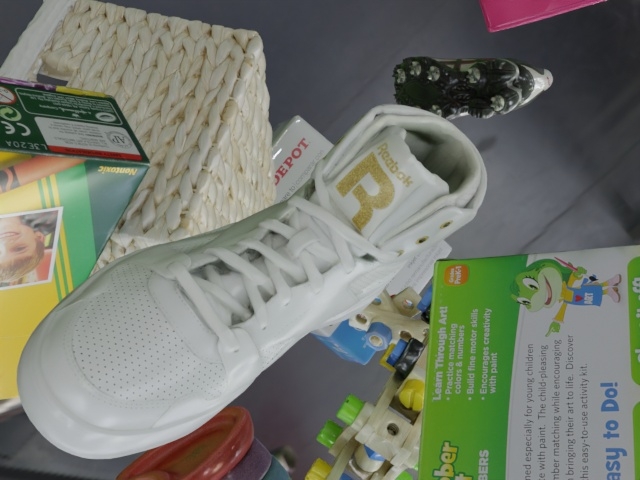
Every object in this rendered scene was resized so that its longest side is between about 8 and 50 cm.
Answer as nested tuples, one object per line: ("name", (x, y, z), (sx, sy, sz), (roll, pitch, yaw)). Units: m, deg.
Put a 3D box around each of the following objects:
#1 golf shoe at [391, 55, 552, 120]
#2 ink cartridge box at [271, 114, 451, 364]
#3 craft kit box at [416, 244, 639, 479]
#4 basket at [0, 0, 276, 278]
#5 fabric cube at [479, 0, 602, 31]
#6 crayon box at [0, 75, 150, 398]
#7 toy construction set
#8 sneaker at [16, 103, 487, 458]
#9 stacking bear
("golf shoe", (0.227, -0.234, 1.529), (0.120, 0.273, 0.105), (-14, 108, -38))
("ink cartridge box", (0.000, 0.000, 1.457), (0.307, 0.129, 0.223), (40, 81, -11))
("craft kit box", (0.168, 0.117, 0.463), (0.246, 0.250, 0.061), (-3, 147, 20))
("basket", (-0.219, -0.049, 1.148), (0.266, 0.328, 0.331), (11, 146, 7))
("fabric cube", (0.292, -0.457, 1.227), (0.254, 0.259, 0.258), (-13, 125, 18))
("crayon box", (-0.368, 0.009, 0.796), (0.363, 0.106, 0.313), (2, 133, -42))
("toy construction set", (0.095, 0.169, 1.161), (0.151, 0.328, 0.215), (23, 133, -6))
("sneaker", (-0.021, 0.001, 0.541), (0.292, 0.108, 0.169), (-28, 166, -49))
("stacking bear", (-0.085, 0.360, 1.177), (0.164, 0.289, 0.175), (-37, -167, -36))
